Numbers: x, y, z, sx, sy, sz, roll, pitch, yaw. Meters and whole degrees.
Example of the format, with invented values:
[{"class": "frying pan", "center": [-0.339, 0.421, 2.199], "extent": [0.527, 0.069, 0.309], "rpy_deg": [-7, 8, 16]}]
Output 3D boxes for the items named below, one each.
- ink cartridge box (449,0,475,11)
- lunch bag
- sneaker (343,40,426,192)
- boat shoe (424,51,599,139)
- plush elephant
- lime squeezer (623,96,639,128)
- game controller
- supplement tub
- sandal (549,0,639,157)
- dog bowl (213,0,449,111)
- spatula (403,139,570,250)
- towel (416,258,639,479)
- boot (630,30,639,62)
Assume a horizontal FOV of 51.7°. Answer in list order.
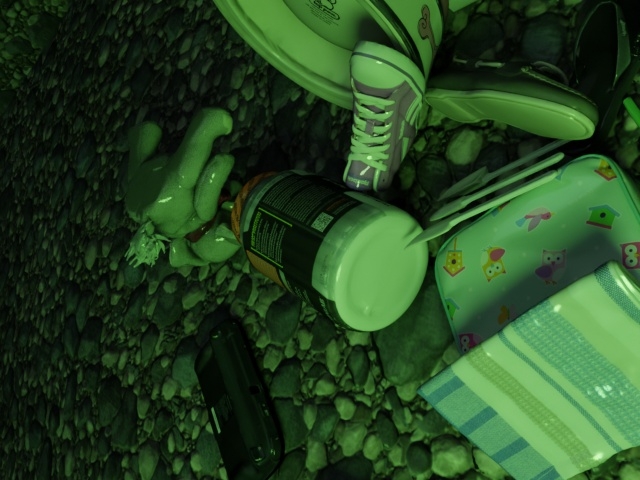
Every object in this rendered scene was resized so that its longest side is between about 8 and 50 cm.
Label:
[{"class": "ink cartridge box", "center": [0.275, -0.507, 0.971], "extent": [0.289, 0.121, 0.211], "rpy_deg": [-15, 67, 44]}, {"class": "lunch bag", "center": [0.280, 0.053, 0.798], "extent": [0.279, 0.107, 0.224], "rpy_deg": [-37, 54, 34]}, {"class": "sneaker", "center": [0.083, -0.157, 0.959], "extent": [0.102, 0.282, 0.161], "rpy_deg": [21, 78, 20]}, {"class": "boat shoe", "center": [0.247, -0.208, 0.876], "extent": [0.096, 0.112, 0.335], "rpy_deg": [-61, 25, 3]}, {"class": "plush elephant", "center": [-0.235, -0.067, 1.308], "extent": [0.271, 0.255, 0.330], "rpy_deg": [-9, 63, 36]}, {"class": "lime squeezer", "center": [0.442, -0.084, 0.707], "extent": [0.310, 0.058, 0.110], "rpy_deg": [29, 100, 48]}, {"class": "game controller", "center": [-0.158, 0.305, 1.236], "extent": [0.166, 0.067, 0.319], "rpy_deg": [-61, 41, 35]}, {"class": "supplement tub", "center": [0.000, 0.000, 1.051], "extent": [0.316, 0.193, 0.194], "rpy_deg": [29, 99, 47]}, {"class": "sandal", "center": [0.361, -0.233, 0.842], "extent": [0.097, 0.054, 0.255], "rpy_deg": [17, 90, 48]}, {"class": "dog bowl", "center": [0.016, -0.377, 1.026], "extent": [0.408, 0.408, 0.150], "rpy_deg": [22, 74, 48]}, {"class": "spatula", "center": [0.225, -0.073, 0.872], "extent": [0.019, 0.168, 0.242], "rpy_deg": [53, 138, -7]}, {"class": "towel", "center": [0.274, 0.164, 0.723], "extent": [0.285, 0.209, 0.034], "rpy_deg": [-43, 10, 32]}, {"class": "boot", "center": [0.413, -0.244, 0.755], "extent": [0.045, 0.099, 0.121], "rpy_deg": [44, 110, 43]}]
